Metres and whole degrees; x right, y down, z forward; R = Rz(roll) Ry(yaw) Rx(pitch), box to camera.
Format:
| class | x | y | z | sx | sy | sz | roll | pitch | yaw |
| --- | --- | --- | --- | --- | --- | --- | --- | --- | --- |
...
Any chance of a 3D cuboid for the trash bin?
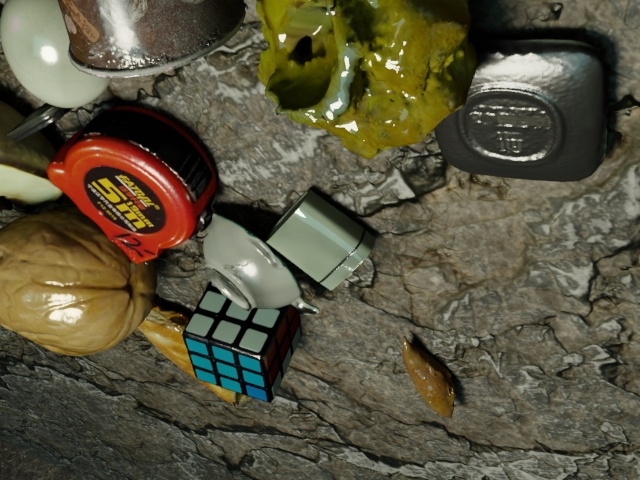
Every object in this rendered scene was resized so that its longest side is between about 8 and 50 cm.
| class | x | y | z | sx | sy | sz | roll | pitch | yaw |
| --- | --- | --- | --- | --- | --- | --- | --- | --- | --- |
| trash bin | 0.000 | 0.000 | 1.288 | 0.130 | 0.059 | 0.116 | 36 | 127 | -10 |

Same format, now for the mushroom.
| class | x | y | z | sx | sy | sz | roll | pitch | yaw |
| --- | --- | --- | --- | --- | --- | --- | --- | --- | --- |
| mushroom | -0.562 | -0.143 | 1.453 | 0.217 | 0.212 | 0.292 | -2 | 152 | -42 |

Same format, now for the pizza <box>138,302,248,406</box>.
| class | x | y | z | sx | sy | sz | roll | pitch | yaw |
| --- | --- | --- | --- | --- | --- | --- | --- | --- | --- |
| pizza | -0.262 | 0.224 | 1.747 | 0.365 | 0.074 | 0.182 | 44 | 144 | -20 |

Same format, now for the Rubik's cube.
| class | x | y | z | sx | sy | sz | roll | pitch | yaw |
| --- | --- | --- | --- | --- | --- | --- | --- | --- | --- |
| Rubik's cube | -0.137 | 0.170 | 1.521 | 0.162 | 0.163 | 0.161 | 13 | 142 | 14 |

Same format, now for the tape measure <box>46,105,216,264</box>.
| class | x | y | z | sx | sy | sz | roll | pitch | yaw |
| --- | --- | --- | --- | --- | --- | --- | --- | --- | --- |
| tape measure | -0.283 | -0.090 | 1.334 | 0.260 | 0.114 | 0.253 | -18 | 125 | 41 |

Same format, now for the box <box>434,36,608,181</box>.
| class | x | y | z | sx | sy | sz | roll | pitch | yaw |
| --- | --- | --- | --- | --- | --- | --- | --- | --- | --- |
| box | 0.225 | -0.149 | 0.979 | 0.212 | 0.042 | 0.201 | 9 | 142 | 28 |

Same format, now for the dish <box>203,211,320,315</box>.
| class | x | y | z | sx | sy | sz | roll | pitch | yaw |
| --- | --- | --- | --- | --- | --- | --- | --- | --- | --- |
| dish | -0.119 | 0.063 | 1.386 | 0.246 | 0.078 | 0.224 | 44 | 161 | -8 |

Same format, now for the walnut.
| class | x | y | z | sx | sy | sz | roll | pitch | yaw |
| --- | --- | --- | --- | --- | --- | --- | --- | --- | --- |
| walnut | -0.454 | 0.066 | 1.509 | 0.313 | 0.277 | 0.252 | 9 | 121 | 31 |

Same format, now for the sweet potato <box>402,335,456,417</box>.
| class | x | y | z | sx | sy | sz | roll | pitch | yaw |
| --- | --- | --- | --- | --- | --- | --- | --- | --- | --- |
| sweet potato | 0.192 | 0.240 | 1.483 | 0.068 | 0.060 | 0.206 | -32 | 119 | 9 |

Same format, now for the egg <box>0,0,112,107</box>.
| class | x | y | z | sx | sy | sz | roll | pitch | yaw |
| --- | --- | --- | --- | --- | --- | --- | --- | --- | --- |
| egg | -0.345 | -0.262 | 1.123 | 0.151 | 0.151 | 0.209 | 24 | 146 | 6 |

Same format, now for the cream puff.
| class | x | y | z | sx | sy | sz | roll | pitch | yaw |
| --- | --- | --- | --- | --- | --- | --- | --- | --- | --- |
| cream puff | 0.030 | -0.203 | 0.902 | 0.281 | 0.185 | 0.282 | 29 | 150 | 18 |

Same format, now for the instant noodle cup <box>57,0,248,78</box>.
| class | x | y | z | sx | sy | sz | roll | pitch | yaw |
| --- | --- | --- | --- | --- | --- | --- | --- | --- | --- |
| instant noodle cup | -0.208 | -0.320 | 0.924 | 0.217 | 0.217 | 0.207 | 9 | 135 | 25 |

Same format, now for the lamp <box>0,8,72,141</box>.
| class | x | y | z | sx | sy | sz | roll | pitch | yaw |
| --- | --- | --- | --- | --- | --- | --- | --- | --- | --- |
| lamp | -0.497 | -0.252 | 1.208 | 0.283 | 0.203 | 0.124 | 42 | 124 | -13 |
